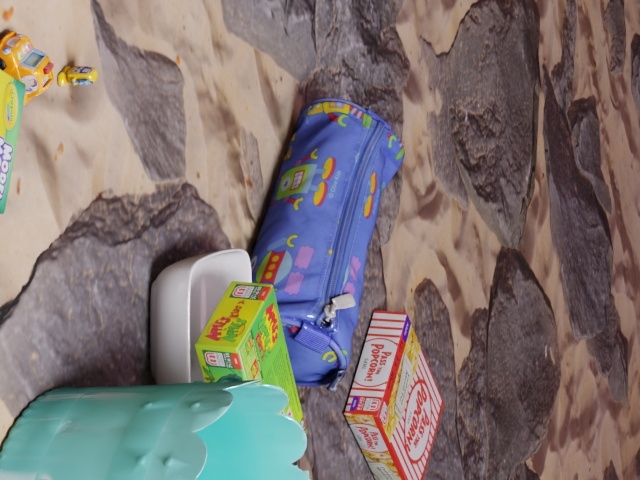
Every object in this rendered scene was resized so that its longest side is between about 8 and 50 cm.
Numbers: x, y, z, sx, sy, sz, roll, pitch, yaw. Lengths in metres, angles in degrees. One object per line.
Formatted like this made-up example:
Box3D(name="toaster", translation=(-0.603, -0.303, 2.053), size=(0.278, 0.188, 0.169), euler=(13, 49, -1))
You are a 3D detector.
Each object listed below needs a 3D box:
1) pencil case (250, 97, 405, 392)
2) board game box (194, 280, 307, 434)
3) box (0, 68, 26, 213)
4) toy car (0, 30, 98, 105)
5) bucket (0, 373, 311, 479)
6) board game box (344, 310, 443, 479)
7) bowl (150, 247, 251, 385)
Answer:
Box3D(name="pencil case", translation=(0.000, 0.000, 1.961), size=(0.119, 0.133, 0.306), euler=(35, 53, -26))
Box3D(name="board game box", translation=(-0.062, 0.137, 1.794), size=(0.092, 0.043, 0.181), euler=(-62, 149, -47))
Box3D(name="box", translation=(-0.266, -0.083, 1.400), size=(0.179, 0.043, 0.105), euler=(34, 62, -67))
Box3D(name="toy car", translation=(-0.210, -0.141, 1.535), size=(0.122, 0.040, 0.060), euler=(-37, 127, -62))
Box3D(name="bucket", translation=(-0.136, 0.243, 1.574), size=(0.281, 0.183, 0.281), euler=(3, 90, -68))
Box3D(name="board game box", translation=(0.088, 0.198, 2.315), size=(0.193, 0.045, 0.147), euler=(66, 34, -49))
Box3D(name="bowl", translation=(-0.112, 0.079, 1.788), size=(0.142, 0.053, 0.142), euler=(-15, 105, -67))
